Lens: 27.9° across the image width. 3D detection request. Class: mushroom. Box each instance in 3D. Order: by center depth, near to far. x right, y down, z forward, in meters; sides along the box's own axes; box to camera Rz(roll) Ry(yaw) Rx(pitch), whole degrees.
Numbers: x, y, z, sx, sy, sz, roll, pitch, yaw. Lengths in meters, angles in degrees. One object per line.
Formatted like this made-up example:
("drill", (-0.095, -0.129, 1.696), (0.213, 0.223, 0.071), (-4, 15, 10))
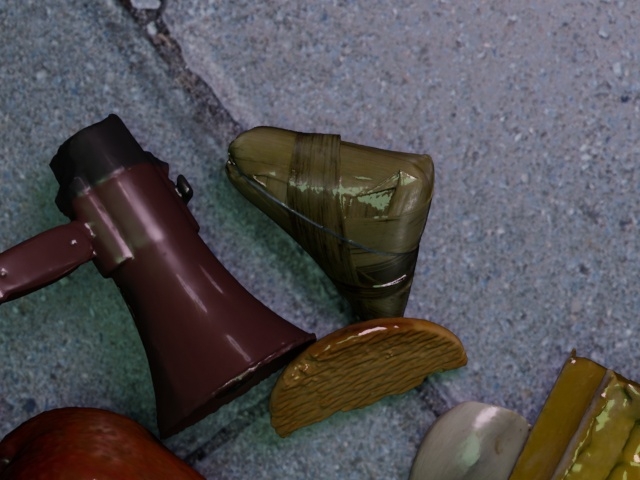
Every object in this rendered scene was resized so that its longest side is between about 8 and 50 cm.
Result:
("mushroom", (0.139, 0.272, 1.388), (0.116, 0.093, 0.225), (34, 89, -21))

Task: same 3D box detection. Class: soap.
("soap", (0.329, 0.323, 1.332), (0.293, 0.156, 0.335), (23, 94, -14))

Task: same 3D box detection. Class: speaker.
("speaker", (-0.203, 0.054, 1.348), (0.259, 0.198, 0.329), (-38, 84, -17))

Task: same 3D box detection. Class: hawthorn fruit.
("hawthorn fruit", (-0.228, 0.322, 1.314), (0.311, 0.295, 0.295), (37, 94, 4))

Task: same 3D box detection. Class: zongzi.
("zongzi", (0.000, 0.000, 1.390), (0.221, 0.112, 0.242), (15, 119, 12))

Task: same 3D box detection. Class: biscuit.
("biscuit", (0.039, 0.135, 1.372), (0.224, 0.144, 0.033), (-24, 50, 4))
